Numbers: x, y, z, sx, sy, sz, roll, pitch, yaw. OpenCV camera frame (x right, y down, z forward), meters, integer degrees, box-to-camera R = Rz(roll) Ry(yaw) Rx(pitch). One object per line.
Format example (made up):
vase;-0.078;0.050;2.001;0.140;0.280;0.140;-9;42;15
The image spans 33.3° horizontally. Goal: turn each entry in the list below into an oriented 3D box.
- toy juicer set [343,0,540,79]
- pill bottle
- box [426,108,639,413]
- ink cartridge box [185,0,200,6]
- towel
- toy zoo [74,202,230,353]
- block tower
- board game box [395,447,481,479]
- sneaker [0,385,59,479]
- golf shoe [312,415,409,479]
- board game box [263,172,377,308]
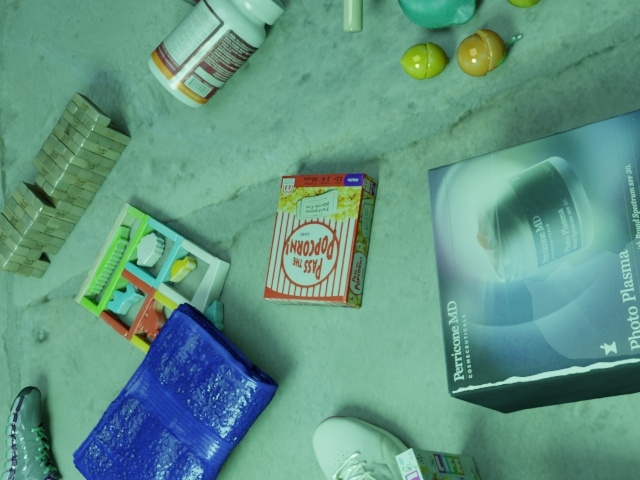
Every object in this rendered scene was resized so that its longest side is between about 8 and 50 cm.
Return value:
toy juicer set;0.155;-0.344;1.567;0.329;0.089;0.209;24;102;28
pill bottle;-0.167;-0.331;1.743;0.221;0.121;0.121;-44;57;14
box;0.303;0.036;1.289;0.294;0.183;0.296;-16;67;30
ink cartridge box;-0.234;-0.455;1.821;0.175;0.127;0.072;33;94;35
towel;-0.224;0.267;1.564;0.228;0.076;0.308;37;96;36
toy zoo;-0.263;0.078;1.736;0.293;0.030;0.192;30;93;36
block tower;-0.465;-0.087;1.883;0.091;0.097;0.335;39;100;35
board game box;0.158;0.312;1.313;0.026;0.154;0.103;-34;60;25
sneaker;-0.466;0.356;1.770;0.098;0.083;0.223;5;82;13
golf shoe;0.077;0.331;1.371;0.306;0.140;0.115;44;102;36
board game box;0.000;0.000;1.579;0.147;0.045;0.193;0;76;33
